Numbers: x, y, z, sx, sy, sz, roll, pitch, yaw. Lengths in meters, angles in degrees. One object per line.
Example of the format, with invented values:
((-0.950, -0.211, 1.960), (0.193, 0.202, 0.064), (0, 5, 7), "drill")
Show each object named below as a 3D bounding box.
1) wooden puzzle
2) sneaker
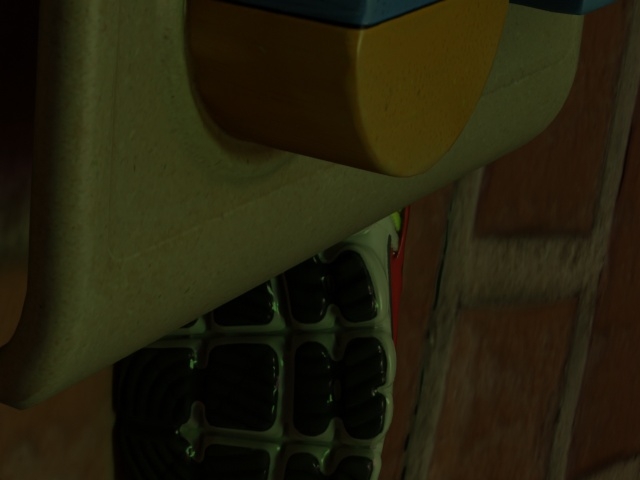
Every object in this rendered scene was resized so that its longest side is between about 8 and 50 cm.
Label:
((0.043, -0.145, 0.519), (0.322, 0.080, 0.348), (-28, 133, -58), "wooden puzzle")
((0.000, 0.000, 0.740), (0.118, 0.107, 0.279), (-10, 110, -70), "sneaker")
